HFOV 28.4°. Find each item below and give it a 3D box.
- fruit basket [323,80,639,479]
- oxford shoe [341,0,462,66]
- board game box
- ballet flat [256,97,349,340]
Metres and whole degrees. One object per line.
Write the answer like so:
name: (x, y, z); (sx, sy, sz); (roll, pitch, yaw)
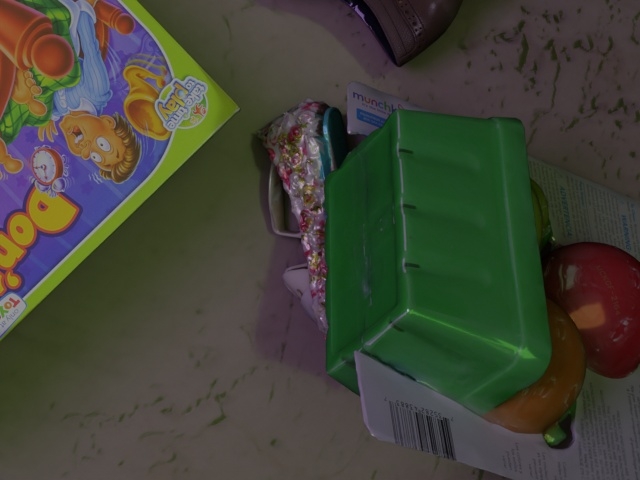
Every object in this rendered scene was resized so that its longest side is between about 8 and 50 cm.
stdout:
fruit basket: (0.165, 0.058, 1.010); (0.353, 0.165, 0.327); (24, 48, -32)
oxford shoe: (-0.031, -0.289, 1.047); (0.364, 0.130, 0.132); (37, 92, -7)
board game box: (-0.264, -0.060, 0.932); (0.347, 0.078, 0.233); (-45, 98, -8)
ballet flat: (0.000, 0.000, 1.084); (0.077, 0.091, 0.241); (-11, 88, 20)
